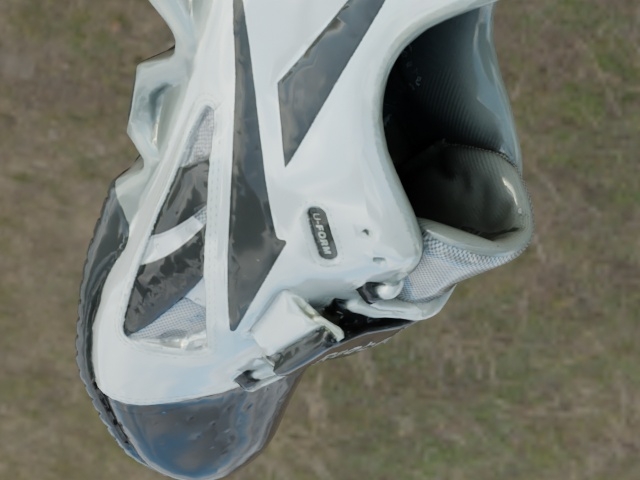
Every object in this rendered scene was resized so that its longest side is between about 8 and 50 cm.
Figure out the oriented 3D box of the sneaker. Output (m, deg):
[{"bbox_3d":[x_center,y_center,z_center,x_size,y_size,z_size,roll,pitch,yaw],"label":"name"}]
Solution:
[{"bbox_3d":[0.000,0.000,0.582,0.146,0.122,0.330,33,135,21],"label":"sneaker"}]
